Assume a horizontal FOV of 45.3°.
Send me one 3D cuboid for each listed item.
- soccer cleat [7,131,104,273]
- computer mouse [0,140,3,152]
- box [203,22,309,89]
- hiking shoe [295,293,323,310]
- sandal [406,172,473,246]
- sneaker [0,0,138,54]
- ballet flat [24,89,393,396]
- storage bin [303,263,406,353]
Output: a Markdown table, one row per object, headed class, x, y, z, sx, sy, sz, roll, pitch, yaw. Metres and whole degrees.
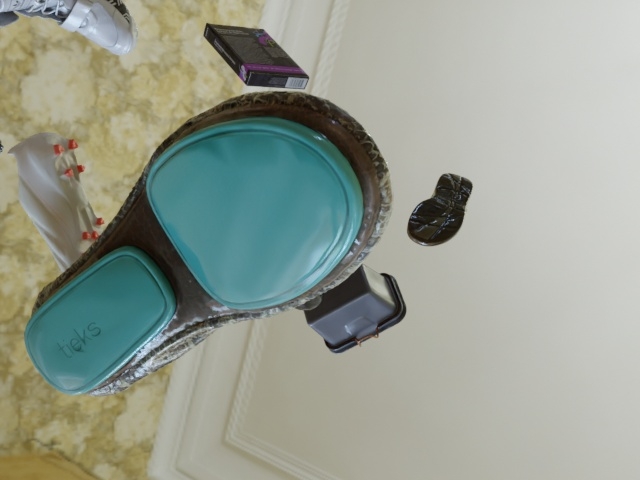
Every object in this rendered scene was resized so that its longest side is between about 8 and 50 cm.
| class | x | y | z | sx | sy | sz | roll | pitch | yaw |
| --- | --- | --- | --- | --- | --- | --- | --- | --- | --- |
| soccer cleat | -0.285 | -0.021 | 0.848 | 0.076 | 0.068 | 0.196 | -10 | -81 | 20 |
| computer mouse | -0.777 | -0.188 | 1.664 | 0.106 | 0.193 | 0.042 | -25 | -84 | 6 |
| box | -0.107 | -0.302 | 1.254 | 0.162 | 0.116 | 0.029 | 53 | -48 | 34 |
| hiking shoe | 0.000 | 0.000 | 0.927 | 0.114 | 0.086 | 0.227 | 11 | -52 | 20 |
| sandal | 0.218 | -0.049 | 1.396 | 0.090 | 0.219 | 0.060 | 22 | -49 | 9 |
| sneaker | -0.583 | -0.506 | 1.658 | 0.137 | 0.366 | 0.210 | -36 | -159 | 41 |
| ballet flat | -0.092 | 0.000 | 0.664 | 0.483 | 0.182 | 0.164 | -33 | -88 | 42 |
| storage bin | 0.041 | 0.096 | 1.095 | 0.135 | 0.091 | 0.098 | -30 | -127 | 17 |
